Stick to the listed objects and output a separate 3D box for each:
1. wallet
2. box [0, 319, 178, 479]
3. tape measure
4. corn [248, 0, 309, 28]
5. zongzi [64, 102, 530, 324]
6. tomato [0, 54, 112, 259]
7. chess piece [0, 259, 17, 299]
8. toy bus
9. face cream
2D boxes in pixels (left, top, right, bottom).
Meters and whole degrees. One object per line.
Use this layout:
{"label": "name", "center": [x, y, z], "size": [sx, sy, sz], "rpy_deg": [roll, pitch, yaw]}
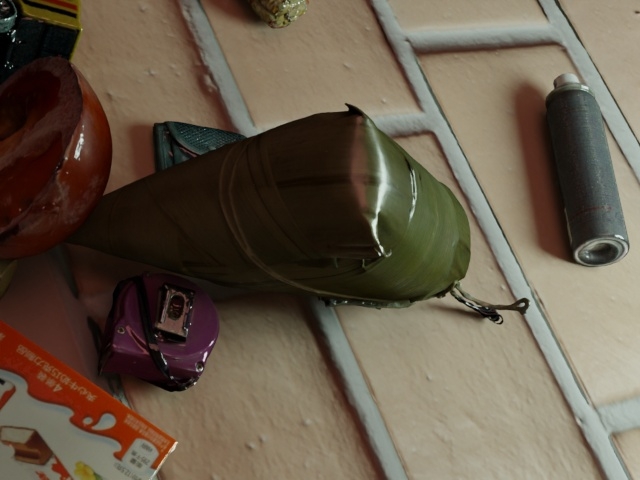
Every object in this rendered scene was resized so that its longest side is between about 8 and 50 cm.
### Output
{"label": "wallet", "center": [-0.130, -0.097, 1.811], "size": [0.129, 0.026, 0.088], "rpy_deg": [7, 55, -22]}
{"label": "box", "center": [-0.314, 0.215, 1.480], "size": [0.273, 0.048, 0.265], "rpy_deg": [34, 49, -1]}
{"label": "tape measure", "center": [-0.167, 0.097, 1.621], "size": [0.118, 0.074, 0.125], "rpy_deg": [15, 54, -18]}
{"label": "corn", "center": [-0.099, -0.373, 2.001], "size": [0.079, 0.079, 0.237], "rpy_deg": [-19, 62, -35]}
{"label": "zongzi", "center": [-0.018, 0.000, 1.731], "size": [0.447, 0.418, 0.181], "rpy_deg": [32, 53, -61]}
{"label": "tomato", "center": [-0.272, -0.074, 1.573], "size": [0.112, 0.199, 0.228], "rpy_deg": [32, 40, -38]}
{"label": "chess piece", "center": [-0.378, 0.020, 1.582], "size": [0.122, 0.066, 0.066], "rpy_deg": [28, 49, 0]}
{"label": "toy bus", "center": [-0.438, -0.258, 1.717], "size": [0.335, 0.121, 0.123], "rpy_deg": [14, 43, -17]}
{"label": "face cream", "center": [0.341, -0.099, 2.015], "size": [0.073, 0.073, 0.284], "rpy_deg": [10, 53, -20]}
